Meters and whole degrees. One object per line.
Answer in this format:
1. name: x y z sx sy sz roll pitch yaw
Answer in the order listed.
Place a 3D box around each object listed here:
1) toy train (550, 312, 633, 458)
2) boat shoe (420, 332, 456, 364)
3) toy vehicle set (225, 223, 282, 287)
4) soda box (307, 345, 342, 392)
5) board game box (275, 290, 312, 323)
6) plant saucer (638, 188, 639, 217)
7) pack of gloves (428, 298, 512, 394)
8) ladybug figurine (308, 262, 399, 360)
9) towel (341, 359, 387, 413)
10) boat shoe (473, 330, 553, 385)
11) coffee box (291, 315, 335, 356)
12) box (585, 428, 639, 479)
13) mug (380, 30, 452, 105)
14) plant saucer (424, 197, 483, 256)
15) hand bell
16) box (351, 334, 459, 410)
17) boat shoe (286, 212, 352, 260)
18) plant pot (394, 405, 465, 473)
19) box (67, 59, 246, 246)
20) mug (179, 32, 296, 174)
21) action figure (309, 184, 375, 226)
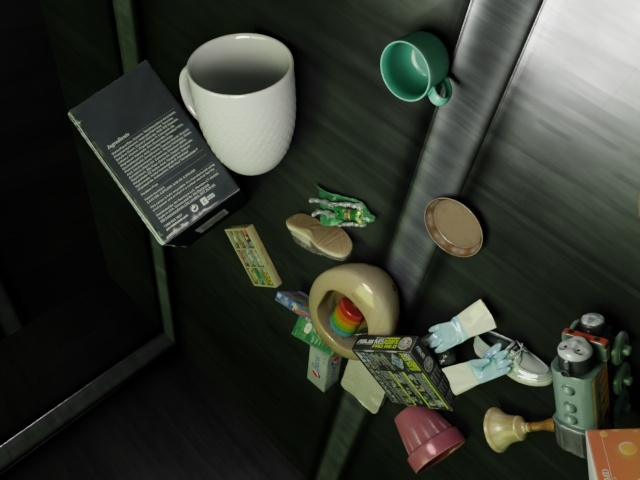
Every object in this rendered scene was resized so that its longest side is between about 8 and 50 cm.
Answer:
1. toy train: 0.599 0.327 1.326 0.142 0.190 0.333 15 132 44
2. boat shoe: 0.294 0.362 1.813 0.340 0.127 0.113 -35 79 49
3. toy vehicle set: -0.263 0.061 2.326 0.166 0.035 0.266 -3 118 53
4. soda box: 0.018 0.461 2.290 0.098 0.091 0.286 36 144 27
5. board game box: -0.047 0.239 2.132 0.201 0.136 0.035 28 104 35
6. plant saucer: 0.688 -0.051 0.999 0.278 0.041 0.277 32 141 30
7. pack of gloves: 0.382 0.293 1.575 0.232 0.046 0.195 -42 71 43
8. ladybug figurine: 0.113 0.216 1.871 0.305 0.162 0.449 46 147 10
9. towel: 0.167 0.525 2.200 0.187 0.049 0.282 37 144 23
10. boat shoe: 0.494 0.297 1.537 0.228 0.079 0.081 25 142 42
11. coffee box: -0.006 0.332 2.155 0.184 0.113 0.040 24 -179 27
12. box: 0.728 0.503 1.167 0.346 0.215 0.168 -8 118 17
13. mug: 0.212 -0.363 1.262 0.129 0.097 0.157 2 123 51
14. plant saucer: 0.335 -0.037 1.474 0.168 0.029 0.168 33 143 29
15. hand bell: 0.585 0.511 1.624 0.242 0.126 0.126 -24 101 45
16. box: 0.247 0.384 1.729 0.216 0.060 0.270 -9 128 44
17. boat shoe: 0.000 0.000 1.879 0.285 0.103 0.092 28 145 41
18. plant pot: 0.346 0.636 1.958 0.180 0.201 0.201 55 151 27
19. box: -0.494 -0.249 1.932 0.471 0.297 0.480 53 176 -2
20. mug: -0.243 -0.373 1.659 0.374 0.276 0.328 26 147 21
21. action figure: 0.068 -0.085 1.748 0.232 0.063 0.137 14 127 41
